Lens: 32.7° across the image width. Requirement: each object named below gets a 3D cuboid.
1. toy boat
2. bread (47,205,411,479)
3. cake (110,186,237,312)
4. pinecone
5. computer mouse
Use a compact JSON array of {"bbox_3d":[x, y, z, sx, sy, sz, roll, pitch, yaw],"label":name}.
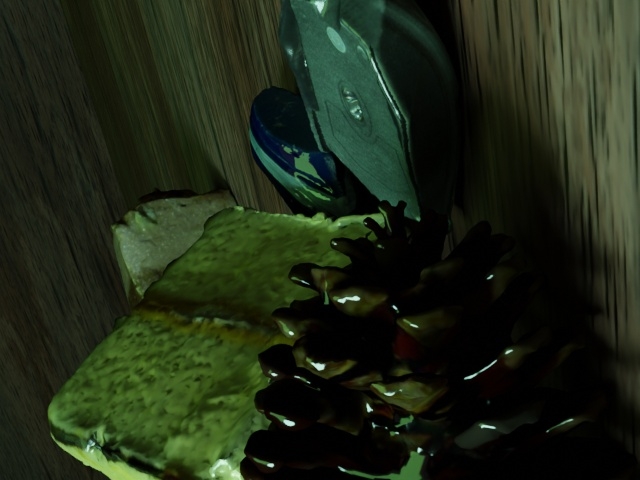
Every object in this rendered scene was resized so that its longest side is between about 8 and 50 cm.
[{"bbox_3d":[0.000,0.000,1.059,0.220,0.067,0.291,54,163,45],"label":"toy boat"},{"bbox_3d":[-0.072,0.078,0.847,0.236,0.263,0.198,26,150,24],"label":"bread"},{"bbox_3d":[-0.190,0.038,1.589,0.199,0.196,0.293,116,136,-69],"label":"cake"},{"bbox_3d":[0.062,0.121,0.635,0.246,0.246,0.292,-160,60,-72],"label":"pinecone"},{"bbox_3d":[0.046,-0.096,0.722,0.126,0.071,0.231,39,161,37],"label":"computer mouse"}]
